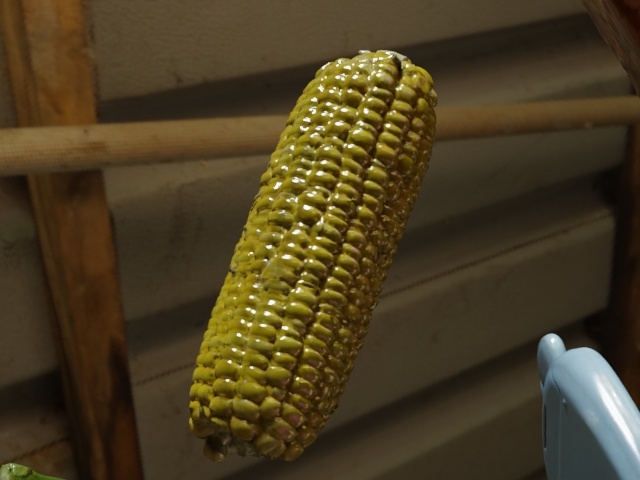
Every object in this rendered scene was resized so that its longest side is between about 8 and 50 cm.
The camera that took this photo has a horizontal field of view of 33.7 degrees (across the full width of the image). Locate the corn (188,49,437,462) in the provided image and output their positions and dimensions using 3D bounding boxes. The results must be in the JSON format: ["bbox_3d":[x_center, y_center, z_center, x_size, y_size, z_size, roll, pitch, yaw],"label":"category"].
[{"bbox_3d":[0.000,0.000,0.528,0.080,0.080,0.238,45,-124,-42],"label":"corn"}]

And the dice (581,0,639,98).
[{"bbox_3d":[0.235,-0.142,0.563,0.174,0.179,0.175,-29,-55,17],"label":"dice"}]

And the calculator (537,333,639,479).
[{"bbox_3d":[0.214,0.189,0.773,0.042,0.302,0.188,-14,-54,-6],"label":"calculator"}]

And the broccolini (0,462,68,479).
[{"bbox_3d":[-0.124,0.193,0.760,0.216,0.058,0.067,28,-123,-33],"label":"broccolini"}]
